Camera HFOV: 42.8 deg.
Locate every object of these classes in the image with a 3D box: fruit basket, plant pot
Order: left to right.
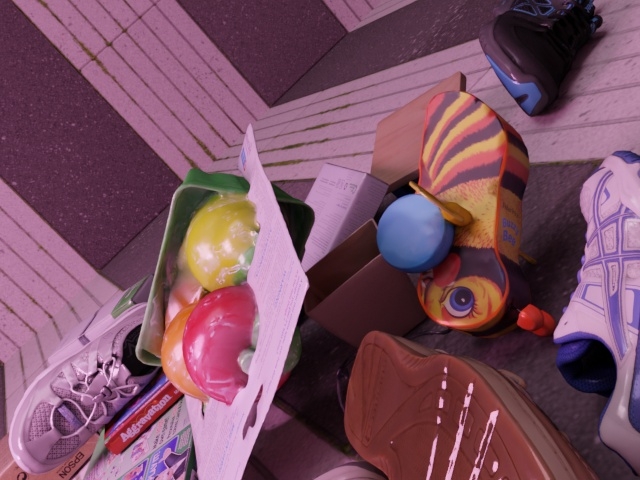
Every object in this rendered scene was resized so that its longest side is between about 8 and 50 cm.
[{"bbox_3d":[-0.082,0.087,0.852,0.353,0.166,0.326,-123,45,-55],"label":"fruit basket"},{"bbox_3d":[0.051,0.058,0.876,0.109,0.096,0.109,-40,18,7],"label":"plant pot"}]

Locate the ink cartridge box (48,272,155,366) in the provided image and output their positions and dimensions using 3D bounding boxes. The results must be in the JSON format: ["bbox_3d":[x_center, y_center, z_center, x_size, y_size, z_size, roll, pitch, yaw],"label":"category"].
[{"bbox_3d":[-0.295,0.169,1.273,0.208,0.153,0.086,-32,19,27],"label":"ink cartridge box"}]

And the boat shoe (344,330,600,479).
[{"bbox_3d":[0.105,0.132,0.515,0.341,0.110,0.121,-139,65,-77],"label":"boat shoe"}]

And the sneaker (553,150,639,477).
[{"bbox_3d":[0.208,0.035,0.562,0.131,0.112,0.296,-37,17,18],"label":"sneaker"}]

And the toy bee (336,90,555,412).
[{"bbox_3d":[0.141,0.021,0.725,0.162,0.298,0.195,13,15,38],"label":"toy bee"}]

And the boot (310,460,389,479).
[{"bbox_3d":[-0.034,0.273,0.555,0.236,0.085,0.178,-39,19,9],"label":"boot"}]

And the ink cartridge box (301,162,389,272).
[{"bbox_3d":[0.000,0.000,1.178,0.223,0.045,0.223,-62,17,2],"label":"ink cartridge box"}]

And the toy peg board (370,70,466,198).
[{"bbox_3d":[0.160,-0.132,1.178,0.161,0.079,0.160,-29,37,38],"label":"toy peg board"}]

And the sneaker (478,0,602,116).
[{"bbox_3d":[0.307,-0.288,1.122,0.140,0.125,0.340,-27,24,28],"label":"sneaker"}]

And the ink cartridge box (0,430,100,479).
[{"bbox_3d":[-0.468,0.360,1.296,0.234,0.088,0.193,-48,16,-16],"label":"ink cartridge box"}]

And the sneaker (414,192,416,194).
[{"bbox_3d":[0.132,-0.046,1.031,0.152,0.053,0.061,-41,14,4],"label":"sneaker"}]

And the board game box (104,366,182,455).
[{"bbox_3d":[-0.180,0.158,1.107,0.281,0.027,0.145,-43,15,-4],"label":"board game box"}]

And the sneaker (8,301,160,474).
[{"bbox_3d":[-0.288,0.179,1.062,0.281,0.105,0.115,-52,19,-29],"label":"sneaker"}]

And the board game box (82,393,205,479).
[{"bbox_3d":[-0.215,0.278,1.011,0.214,0.046,0.317,-39,17,12],"label":"board game box"}]
